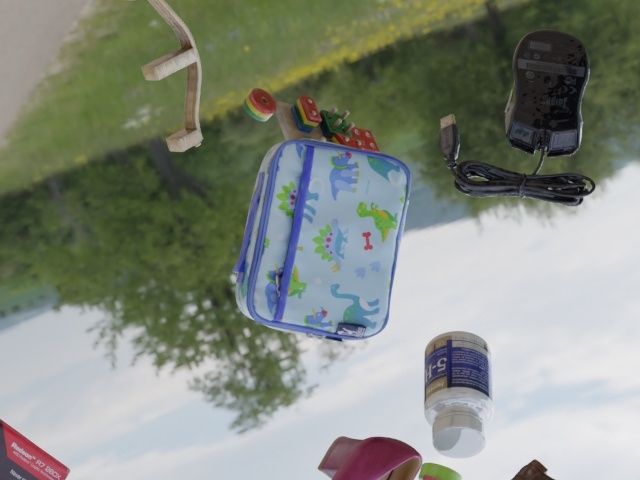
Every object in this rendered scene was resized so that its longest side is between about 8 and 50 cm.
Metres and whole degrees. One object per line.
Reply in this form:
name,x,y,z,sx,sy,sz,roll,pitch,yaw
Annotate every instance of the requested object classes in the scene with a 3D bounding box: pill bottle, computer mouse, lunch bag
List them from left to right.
lunch bag,0.000,0.000,1.327,0.176,0.219,0.090,13,178,-16
pill bottle,0.220,0.247,1.885,0.112,0.112,0.187,-19,-141,22
computer mouse,0.237,-0.148,1.452,0.184,0.262,0.060,3,150,3

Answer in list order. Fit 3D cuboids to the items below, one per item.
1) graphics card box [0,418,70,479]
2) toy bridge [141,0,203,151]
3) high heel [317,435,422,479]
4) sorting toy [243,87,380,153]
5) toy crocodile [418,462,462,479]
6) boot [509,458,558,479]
graphics card box,-0.518,0.390,1.529,0.094,0.233,0.371,-6,-134,51
toy bridge,-0.156,-0.185,1.234,0.026,0.188,0.063,7,-148,42
high heel,0.017,0.306,1.169,0.117,0.082,0.244,-4,-131,53
sorting toy,0.017,-0.153,1.783,0.274,0.132,0.046,12,136,-39
toy crocodile,0.231,0.415,1.762,0.340,0.115,0.105,19,157,11
boot,0.287,0.367,1.627,0.114,0.037,0.106,-32,-134,-23
